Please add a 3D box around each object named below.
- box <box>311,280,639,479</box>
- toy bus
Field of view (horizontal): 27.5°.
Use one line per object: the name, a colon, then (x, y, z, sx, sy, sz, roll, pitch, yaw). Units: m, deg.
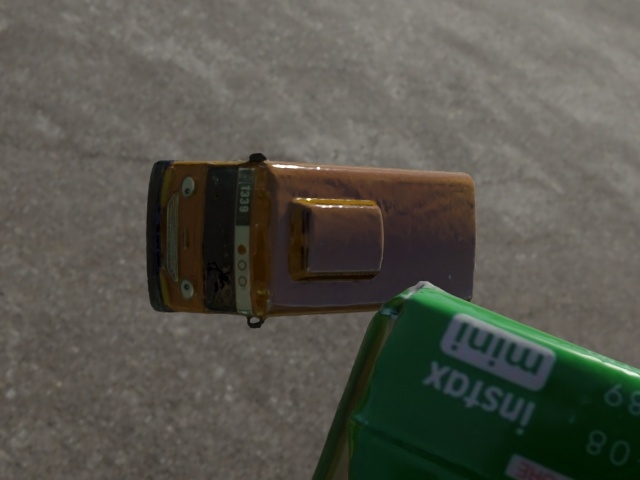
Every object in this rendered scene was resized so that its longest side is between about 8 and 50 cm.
box: (0.084, 0.122, 0.407, 0.180, 0.103, 0.250, 22, -19, 14)
toy bus: (0.000, 0.000, 0.804, 0.201, 0.114, 0.098, 1, 91, -45)
